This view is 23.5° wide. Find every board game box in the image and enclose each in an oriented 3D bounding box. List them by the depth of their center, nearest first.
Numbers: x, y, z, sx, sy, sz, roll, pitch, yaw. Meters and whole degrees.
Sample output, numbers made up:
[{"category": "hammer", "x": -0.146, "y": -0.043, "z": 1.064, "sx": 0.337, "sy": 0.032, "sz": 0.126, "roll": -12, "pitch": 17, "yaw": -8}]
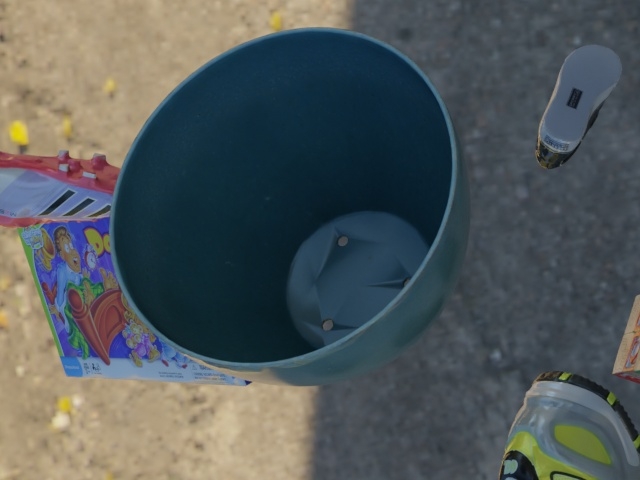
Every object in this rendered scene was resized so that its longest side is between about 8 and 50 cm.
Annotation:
[{"category": "board game box", "x": -0.218, "y": 0.054, "z": 1.905, "sx": 0.347, "sy": 0.078, "sz": 0.233, "roll": -3, "pitch": 109, "yaw": 44}]

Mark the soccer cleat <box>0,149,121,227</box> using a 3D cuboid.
[{"category": "soccer cleat", "x": -0.303, "y": -0.050, "z": 1.690, "sx": 0.083, "sy": 0.248, "sz": 0.095, "roll": -82, "pitch": 3, "yaw": -69}]

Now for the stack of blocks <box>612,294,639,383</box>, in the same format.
[{"category": "stack of blocks", "x": 0.445, "y": 0.131, "z": 1.451, "sx": 0.171, "sy": 0.297, "sz": 0.087, "roll": 110, "pitch": 180, "yaw": -81}]

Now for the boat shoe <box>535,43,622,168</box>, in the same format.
[{"category": "boat shoe", "x": 0.215, "y": -0.115, "z": 1.309, "sx": 0.049, "sy": 0.142, "sz": 0.040, "roll": 28, "pitch": 139, "yaw": 9}]

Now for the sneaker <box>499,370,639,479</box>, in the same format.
[{"category": "sneaker", "x": 0.301, "y": 0.320, "z": 1.645, "sx": 0.145, "sy": 0.147, "sz": 0.385, "roll": -6, "pitch": 126, "yaw": 53}]

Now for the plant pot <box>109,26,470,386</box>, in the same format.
[{"category": "plant pot", "x": 0.000, "y": 0.000, "z": 1.262, "sx": 0.290, "sy": 0.195, "sz": 0.290, "roll": -9, "pitch": 62, "yaw": 19}]
